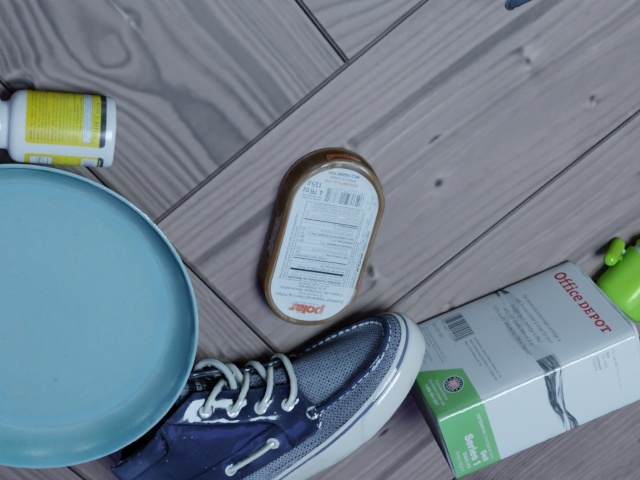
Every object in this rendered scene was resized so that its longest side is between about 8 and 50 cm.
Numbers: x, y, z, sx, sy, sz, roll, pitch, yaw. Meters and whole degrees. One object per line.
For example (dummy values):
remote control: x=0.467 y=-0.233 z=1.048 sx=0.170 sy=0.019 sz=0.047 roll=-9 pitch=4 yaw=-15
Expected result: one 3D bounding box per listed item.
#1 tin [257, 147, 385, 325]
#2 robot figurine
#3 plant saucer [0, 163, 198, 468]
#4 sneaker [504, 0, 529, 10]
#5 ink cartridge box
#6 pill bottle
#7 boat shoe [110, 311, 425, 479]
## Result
tin: x=0.000 y=0.000 z=1.074 sx=0.106 sy=0.040 sz=0.190 roll=10 pitch=113 yaw=-14
robot figurine: x=0.350 y=0.043 z=1.166 sx=0.101 sy=0.067 sz=0.115 roll=43 pitch=102 yaw=3
plant saucer: x=-0.274 y=0.072 z=1.011 sx=0.317 sy=0.044 sz=0.318 roll=-1 pitch=113 yaw=-3
sneaker: x=0.232 y=-0.275 z=0.955 sx=0.350 sy=0.131 sz=0.148 roll=8 pitch=121 yaw=-12
ink cartridge box: x=0.206 y=0.130 z=1.119 sx=0.219 sy=0.160 sz=0.093 roll=-22 pitch=120 yaw=-2
pill bottle: x=-0.242 y=-0.100 z=0.944 sx=0.116 sy=0.065 sz=0.065 roll=3 pitch=115 yaw=-16
boat shoe: x=-0.061 y=0.167 z=1.086 sx=0.340 sy=0.127 sz=0.158 roll=-42 pitch=123 yaw=8
